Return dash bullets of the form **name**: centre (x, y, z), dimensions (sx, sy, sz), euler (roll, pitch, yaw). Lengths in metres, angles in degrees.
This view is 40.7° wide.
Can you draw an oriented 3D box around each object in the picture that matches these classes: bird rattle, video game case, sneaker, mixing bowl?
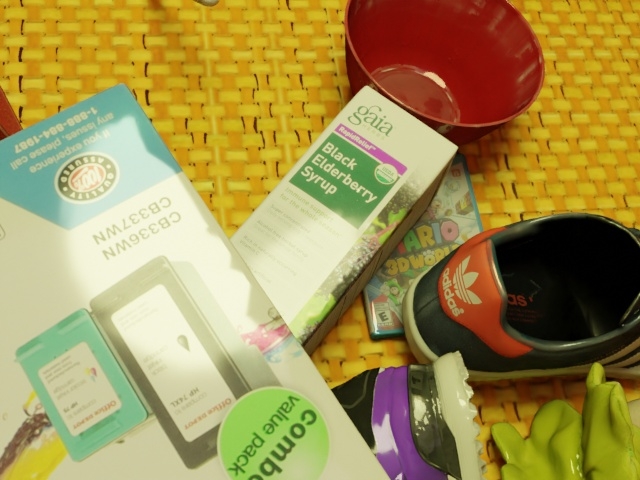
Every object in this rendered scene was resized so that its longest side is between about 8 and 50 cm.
- **bird rattle**: centre (0.254, 0.209, 0.628), dimensions (0.207, 0.143, 0.253), euler (-16, 71, -35)
- **video game case**: centre (0.087, 0.001, 0.751), dimensions (0.119, 0.015, 0.166), euler (-4, 65, -12)
- **sneaker**: centre (0.052, 0.231, 0.596), dimensions (0.146, 0.102, 0.293), euler (-8, 72, 4)
- **sneaker**: centre (0.247, 0.037, 0.681), dimensions (0.350, 0.148, 0.131), euler (-8, 67, -20)
- **mixing bowl**: centre (0.095, -0.147, 0.772), dimensions (0.182, 0.098, 0.181), euler (8, 58, -13)

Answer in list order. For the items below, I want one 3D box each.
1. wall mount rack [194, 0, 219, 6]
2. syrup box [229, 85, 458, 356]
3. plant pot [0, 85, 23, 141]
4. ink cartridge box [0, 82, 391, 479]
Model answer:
- **wall mount rack**: centre (-0.084, -0.327, 0.811), dimensions (0.350, 0.130, 0.304), euler (-25, 72, -20)
- **syrup box**: centre (0.000, 0.000, 0.678), dimensions (0.093, 0.096, 0.237), euler (36, 69, 10)
- **plant pot**: centre (-0.386, -0.133, 0.600), dimensions (0.236, 0.267, 0.267), euler (-30, 73, -9)
- **ink cartridge box**: centre (-0.117, 0.104, 0.471), dimensions (0.198, 0.197, 0.270), euler (-32, 79, -19)
